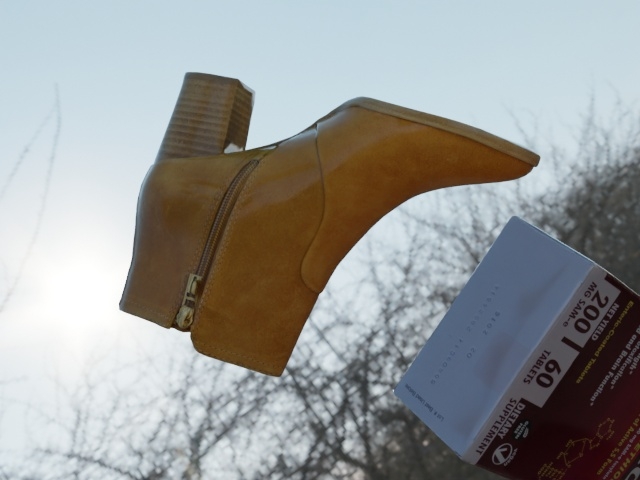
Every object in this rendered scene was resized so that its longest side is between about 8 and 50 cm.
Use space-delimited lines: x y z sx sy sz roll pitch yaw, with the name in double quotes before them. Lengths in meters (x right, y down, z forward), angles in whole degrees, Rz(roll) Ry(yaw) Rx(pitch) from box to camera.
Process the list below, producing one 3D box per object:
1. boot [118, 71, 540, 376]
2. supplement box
"boot" -0.001 0.000 0.747 0.104 0.295 0.211 10 -88 -72
"supplement box" 0.170 0.095 0.628 0.239 0.073 0.130 29 -83 -41
